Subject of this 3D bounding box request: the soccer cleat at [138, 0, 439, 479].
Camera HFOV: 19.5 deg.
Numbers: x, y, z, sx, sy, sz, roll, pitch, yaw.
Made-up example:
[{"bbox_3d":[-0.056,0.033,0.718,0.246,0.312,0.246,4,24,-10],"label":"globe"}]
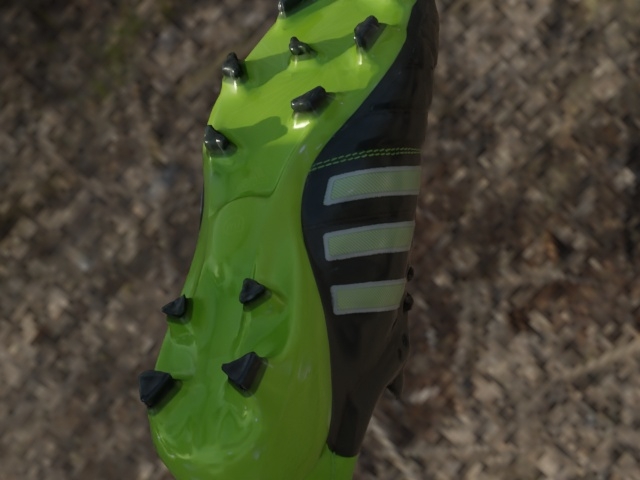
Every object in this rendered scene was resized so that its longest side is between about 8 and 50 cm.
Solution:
[{"bbox_3d":[0.000,0.000,0.501,0.060,0.072,0.179,-7,48,30],"label":"soccer cleat"}]
